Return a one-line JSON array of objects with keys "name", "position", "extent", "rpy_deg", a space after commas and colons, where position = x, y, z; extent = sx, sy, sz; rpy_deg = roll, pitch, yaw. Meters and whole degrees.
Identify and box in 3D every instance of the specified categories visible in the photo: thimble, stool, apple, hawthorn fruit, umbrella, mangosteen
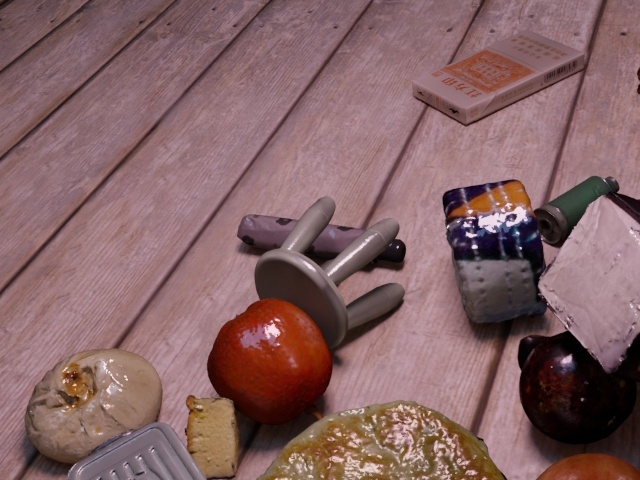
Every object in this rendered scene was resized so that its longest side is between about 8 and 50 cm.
[{"name": "thimble", "position": [0.291, 0.020, 1.477], "extent": [0.150, 0.237, 0.237], "rpy_deg": [-11, 37, 7]}, {"name": "stool", "position": [0.021, 0.060, 1.509], "extent": [0.195, 0.195, 0.198], "rpy_deg": [22, 44, 37]}, {"name": "apple", "position": [0.328, 0.355, 1.068], "extent": [0.181, 0.181, 0.168], "rpy_deg": [-1, 16, 13]}, {"name": "hawthorn fruit", "position": [-0.064, 0.206, 1.372], "extent": [0.196, 0.196, 0.225], "rpy_deg": [-33, 67, -26]}, {"name": "umbrella", "position": [0.000, 0.000, 1.685], "extent": [0.337, 0.067, 0.073], "rpy_deg": [8, -1, 23]}, {"name": "mangosteen", "position": [0.359, 0.205, 1.271], "extent": [0.172, 0.172, 0.184], "rpy_deg": [-25, 24, -18]}]

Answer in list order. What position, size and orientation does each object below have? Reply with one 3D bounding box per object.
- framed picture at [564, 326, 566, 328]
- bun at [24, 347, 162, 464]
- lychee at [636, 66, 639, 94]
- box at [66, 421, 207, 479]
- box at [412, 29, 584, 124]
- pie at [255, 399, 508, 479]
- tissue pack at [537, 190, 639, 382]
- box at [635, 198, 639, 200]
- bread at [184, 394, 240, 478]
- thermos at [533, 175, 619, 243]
[{"name": "framed picture", "position": [0.486, 0.091, 1.487], "extent": [0.168, 0.023, 0.128], "rpy_deg": [-6, 37, 6]}, {"name": "bun", "position": [-0.367, 0.249, 1.409], "extent": [0.222, 0.127, 0.222], "rpy_deg": [-5, 37, 4]}, {"name": "lychee", "position": [0.798, -0.330, 1.733], "extent": [0.330, 0.306, 0.306], "rpy_deg": [-33, 34, 17]}, {"name": "box", "position": [-0.222, 0.383, 1.196], "extent": [0.163, 0.135, 0.243], "rpy_deg": [-29, 42, -20]}, {"name": "box", "position": [0.424, -0.396, 2.105], "extent": [0.365, 0.051, 0.204], "rpy_deg": [-27, 41, -20]}, {"name": "pie", "position": [0.082, 0.346, 1.217], "extent": [0.371, 0.078, 0.296], "rpy_deg": [-3, 39, 8]}, {"name": "tissue pack", "position": [0.516, 0.087, 1.213], "extent": [0.370, 0.198, 0.210], "rpy_deg": [16, 22, -28]}, {"name": "box", "position": [0.557, -0.025, 1.556], "extent": [0.177, 0.111, 0.111], "rpy_deg": [-5, 38, 8]}, {"name": "bread", "position": [-0.162, 0.293, 1.321], "extent": [0.084, 0.109, 0.080], "rpy_deg": [-1, 35, 5]}, {"name": "thermos", "position": [0.485, -0.063, 1.655], "extent": [0.187, 0.083, 0.073], "rpy_deg": [-28, 62, -24]}]
